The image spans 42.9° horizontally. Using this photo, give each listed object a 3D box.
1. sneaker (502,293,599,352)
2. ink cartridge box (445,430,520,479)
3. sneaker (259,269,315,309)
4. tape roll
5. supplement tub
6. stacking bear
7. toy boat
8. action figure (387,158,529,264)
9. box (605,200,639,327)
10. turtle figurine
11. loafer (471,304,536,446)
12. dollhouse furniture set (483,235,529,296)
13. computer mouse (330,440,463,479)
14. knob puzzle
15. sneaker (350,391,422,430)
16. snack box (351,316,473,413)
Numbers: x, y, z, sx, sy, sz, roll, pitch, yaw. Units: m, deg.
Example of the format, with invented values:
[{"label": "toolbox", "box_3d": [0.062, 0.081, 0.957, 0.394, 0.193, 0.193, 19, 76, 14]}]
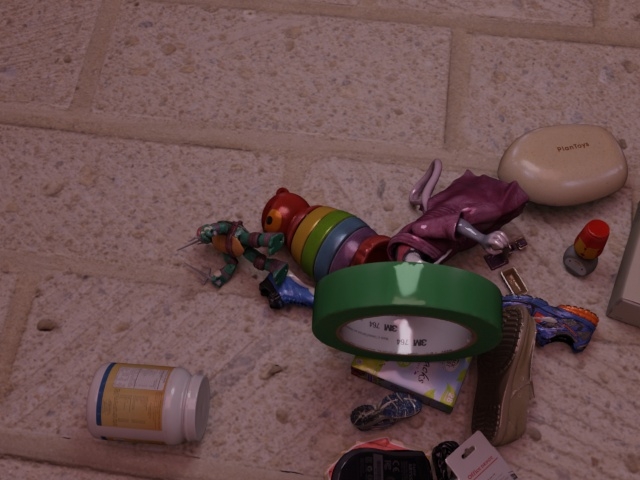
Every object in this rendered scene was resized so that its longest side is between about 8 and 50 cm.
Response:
[{"label": "sneaker", "box_3d": [0.421, 0.159, 1.574, 0.221, 0.083, 0.087, 12, 76, 12]}, {"label": "ink cartridge box", "box_3d": [0.293, 0.440, 1.435, 0.104, 0.060, 0.180, -30, 76, -33]}, {"label": "sneaker", "box_3d": [-0.058, 0.119, 1.627, 0.152, 0.058, 0.084, 39, 68, 22]}, {"label": "tape roll", "box_3d": [0.147, 0.130, 1.392, 0.322, 0.321, 0.077, 2, 66, 4]}, {"label": "supplement tub", "box_3d": [-0.317, 0.304, 1.515, 0.200, 0.144, 0.144, 4, 67, 4]}, {"label": "stacking bear", "box_3d": [0.000, 0.000, 1.628, 0.289, 0.164, 0.175, 33, 115, 27]}, {"label": "toy boat", "box_3d": [0.502, -0.090, 1.657, 0.268, 0.148, 0.318, -6, 58, -5]}, {"label": "action figure", "box_3d": [0.223, -0.027, 1.513, 0.276, 0.248, 0.370, 43, 44, 17]}, {"label": "box", "box_3d": [0.653, 0.028, 1.600, 0.094, 0.113, 0.275, 20, 70, 10]}, {"label": "turtle figurine", "box_3d": [-0.181, 0.013, 1.619, 0.234, 0.175, 0.118, 11, 58, 24]}, {"label": "loafer", "box_3d": [0.350, 0.254, 1.520, 0.092, 0.102, 0.268, 21, 80, -34]}, {"label": "dollhouse furniture set", "box_3d": [0.396, 0.045, 1.622, 0.091, 0.081, 0.114, -23, 67, -7]}, {"label": "computer mouse", "box_3d": [0.127, 0.437, 1.434, 0.272, 0.072, 0.188, 14, 68, -25]}, {"label": "knob puzzle", "box_3d": [0.100, 0.445, 1.491, 0.213, 0.030, 0.213, -1, 67, 3]}, {"label": "sneaker", "box_3d": [0.125, 0.325, 1.529, 0.135, 0.058, 0.052, -13, 52, 3]}, {"label": "snack box", "box_3d": [0.185, 0.211, 1.568, 0.207, 0.070, 0.174, 20, 69, 11]}]
